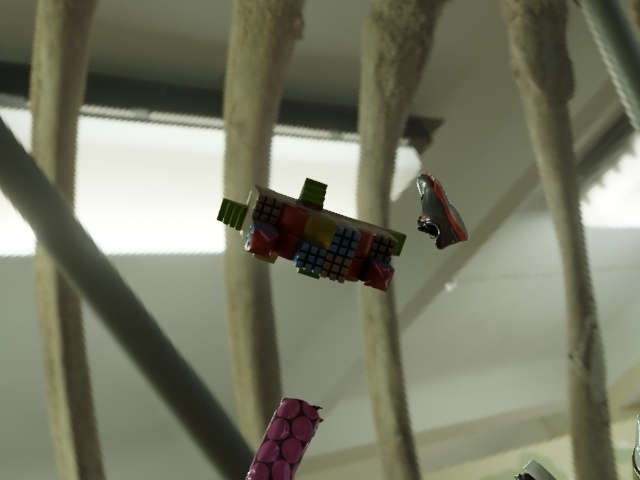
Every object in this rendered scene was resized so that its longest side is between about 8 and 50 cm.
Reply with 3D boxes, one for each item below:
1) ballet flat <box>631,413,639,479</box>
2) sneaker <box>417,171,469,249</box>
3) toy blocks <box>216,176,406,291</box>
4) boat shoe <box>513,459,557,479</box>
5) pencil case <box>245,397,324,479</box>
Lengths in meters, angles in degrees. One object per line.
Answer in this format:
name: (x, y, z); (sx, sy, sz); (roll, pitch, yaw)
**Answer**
ballet flat: (0.456, 0.219, 1.442); (0.348, 0.123, 0.123); (-58, -11, -34)
sneaker: (0.169, -0.045, 1.739); (0.065, 0.158, 0.061); (-30, -50, 4)
toy blocks: (0.000, 0.000, 2.195); (0.381, 0.261, 0.190); (18, -82, -11)
boat shoe: (0.334, 0.412, 1.459); (0.097, 0.324, 0.116); (-39, -51, -4)
pencil case: (-0.072, 0.425, 2.337); (0.095, 0.098, 0.209); (-20, 36, 52)
